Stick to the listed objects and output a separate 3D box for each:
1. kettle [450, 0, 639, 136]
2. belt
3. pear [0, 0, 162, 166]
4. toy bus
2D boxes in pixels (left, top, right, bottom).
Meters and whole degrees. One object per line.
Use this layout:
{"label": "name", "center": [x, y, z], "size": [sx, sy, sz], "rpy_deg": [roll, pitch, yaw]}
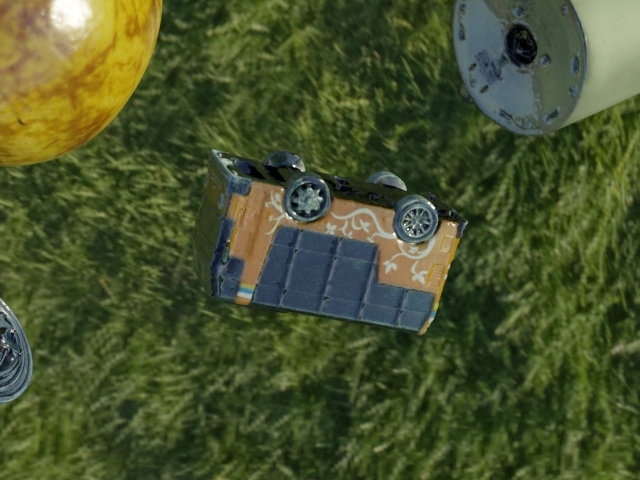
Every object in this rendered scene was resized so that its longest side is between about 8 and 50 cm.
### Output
{"label": "kettle", "center": [0.254, -0.204, 1.198], "size": [0.255, 0.240, 0.165], "rpy_deg": [-25, 82, -33]}
{"label": "belt", "center": [-0.387, 0.122, 1.360], "size": [0.082, 0.190, 0.141], "rpy_deg": [-30, 91, 13]}
{"label": "pear", "center": [-0.260, -0.197, 1.025], "size": [0.281, 0.281, 0.280], "rpy_deg": [-3, 79, 16]}
{"label": "toy bus", "center": [0.000, 0.000, 1.386], "size": [0.275, 0.138, 0.167], "rpy_deg": [12, 104, -20]}
